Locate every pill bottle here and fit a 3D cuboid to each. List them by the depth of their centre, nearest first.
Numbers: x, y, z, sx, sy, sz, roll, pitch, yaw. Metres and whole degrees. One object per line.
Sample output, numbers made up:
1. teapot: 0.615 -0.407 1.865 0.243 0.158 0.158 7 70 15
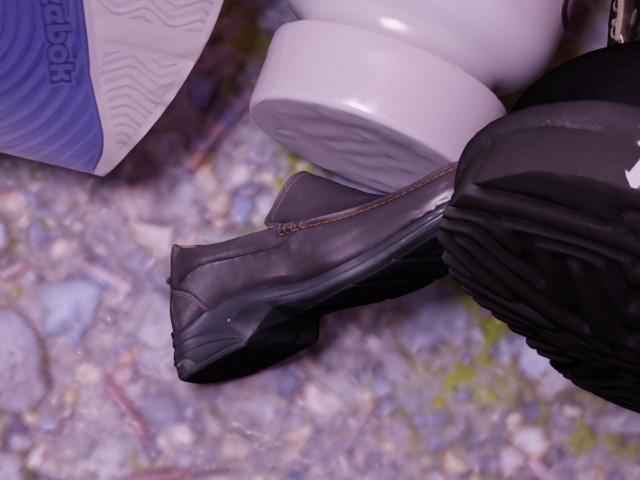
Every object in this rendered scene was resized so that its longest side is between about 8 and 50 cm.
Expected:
1. pill bottle: 0.055 -0.136 0.778 0.121 0.121 0.221 22 78 -4

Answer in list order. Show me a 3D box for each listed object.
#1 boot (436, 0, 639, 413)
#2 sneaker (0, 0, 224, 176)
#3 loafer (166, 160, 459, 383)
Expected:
1. boot: 0.154 -0.076 0.683 0.131 0.348 0.260 19 82 14
2. sneaker: -0.076 -0.191 0.771 0.127 0.182 0.315 17 108 -3
3. loafer: 0.000 0.000 0.739 0.170 0.062 0.061 -27 73 30
